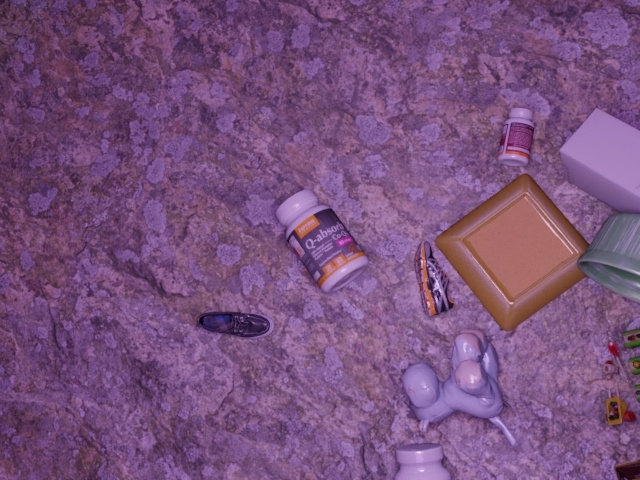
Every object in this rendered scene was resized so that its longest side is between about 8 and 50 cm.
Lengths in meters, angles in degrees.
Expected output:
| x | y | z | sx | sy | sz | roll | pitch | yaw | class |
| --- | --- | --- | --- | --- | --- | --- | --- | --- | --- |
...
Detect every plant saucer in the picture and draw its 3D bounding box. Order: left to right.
| x | y | z | sx | sy | sz | roll | pitch | yaw | class |
| --- | --- | --- | --- | --- | --- | --- | --- | --- | --- |
| 0.541 | 0.024 | 1.714 | 0.333 | 0.081 | 0.333 | -37 | 75 | 3 | plant saucer |

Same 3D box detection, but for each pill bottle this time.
| x | y | z | sx | sy | sz | roll | pitch | yaw | class |
| --- | --- | --- | --- | --- | --- | --- | --- | --- | --- |
| 0.000 | 0.000 | 1.786 | 0.162 | 0.162 | 0.278 | -37 | 76 | 3 | pill bottle |
| 0.271 | 0.672 | 1.619 | 0.153 | 0.153 | 0.264 | -7 | 78 | 10 | pill bottle |
| 0.555 | -0.291 | 1.761 | 0.086 | 0.086 | 0.152 | 11 | 83 | 13 | pill bottle |

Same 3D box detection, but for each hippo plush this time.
| x | y | z | sx | sy | sz | roll | pitch | yaw | class |
| --- | --- | --- | --- | --- | --- | --- | --- | --- | --- |
| 0.349 | 0.378 | 1.657 | 0.237 | 0.234 | 0.294 | -20 | 119 | 25 | hippo plush |

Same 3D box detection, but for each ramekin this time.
| x | y | z | sx | sy | sz | roll | pitch | yaw | class |
| --- | --- | --- | --- | --- | --- | --- | --- | --- | --- |
| 0.811 | 0.057 | 1.538 | 0.303 | 0.303 | 0.148 | 28 | 86 | 15 | ramekin |

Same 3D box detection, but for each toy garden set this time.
| x | y | z | sx | sy | sz | roll | pitch | yaw | class |
| --- | --- | --- | --- | --- | --- | --- | --- | --- | --- |
| 0.779 | 0.346 | 1.559 | 0.049 | 0.204 | 0.244 | 8 | 66 | -23 | toy garden set |

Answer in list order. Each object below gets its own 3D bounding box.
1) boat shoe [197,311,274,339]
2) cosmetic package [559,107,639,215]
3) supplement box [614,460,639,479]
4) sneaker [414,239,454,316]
| x | y | z | sx | sy | sz | roll | pitch | yaw | class |
| --- | --- | --- | --- | --- | --- | --- | --- | --- | --- |
| -0.254 | 0.244 | 1.839 | 0.229 | 0.076 | 0.080 | 7 | 82 | 13 | boat shoe |
| 0.811 | -0.157 | 1.584 | 0.155 | 0.197 | 0.365 | -50 | 57 | 1 | cosmetic package |
| 0.841 | 0.601 | 1.492 | 0.191 | 0.194 | 0.129 | -16 | 77 | 8 | supplement box |
| 0.317 | 0.104 | 1.752 | 0.083 | 0.084 | 0.214 | -9 | 82 | -3 | sneaker |
